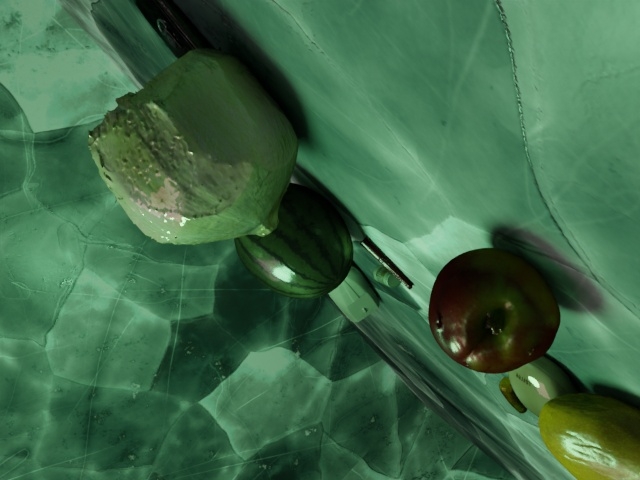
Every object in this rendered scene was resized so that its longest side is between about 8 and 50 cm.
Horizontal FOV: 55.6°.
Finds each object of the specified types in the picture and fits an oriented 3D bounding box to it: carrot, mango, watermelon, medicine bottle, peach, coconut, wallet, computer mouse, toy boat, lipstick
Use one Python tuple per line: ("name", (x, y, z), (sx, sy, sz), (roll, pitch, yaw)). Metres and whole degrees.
("carrot", (0.493, 0.397, 1.547), (0.042, 0.042, 0.170), (36, 171, 48))
("mango", (0.491, 0.346, 0.954), (0.187, 0.144, 0.359), (56, 163, -23))
("watermelon", (-0.080, -0.007, 1.592), (0.359, 0.279, 0.279), (39, 169, 30))
("medicine bottle", (0.177, 0.095, 1.609), (0.047, 0.047, 0.083), (49, 171, -22))
("peach", (0.247, 0.101, 0.893), (0.197, 0.197, 0.197), (44, 171, 8))
("coconut", (-0.226, -0.157, 1.258), (0.404, 0.404, 0.404), (44, 171, 8))
("wallet", (-0.333, -0.478, 1.361), (0.236, 0.055, 0.160), (48, 165, -12))
("computer mouse", (0.450, 0.310, 1.196), (0.236, 0.082, 0.145), (52, 169, -33))
("toy boat", (0.098, 0.162, 2.054), (0.141, 0.141, 0.269), (34, 164, 53))
("lipstick", (0.171, 0.061, 1.552), (0.176, 0.027, 0.027), (45, 172, -1))
